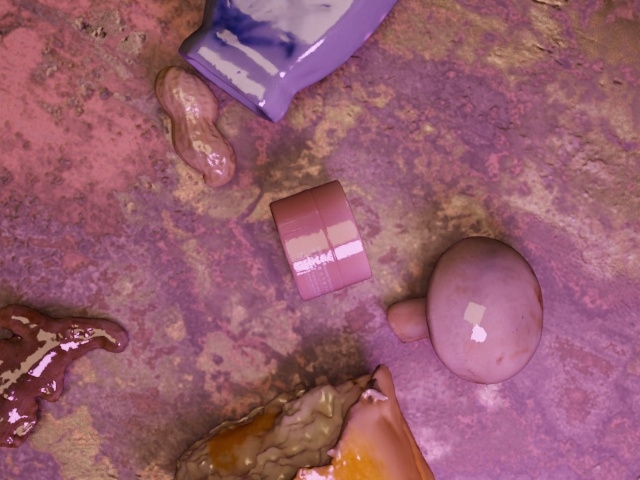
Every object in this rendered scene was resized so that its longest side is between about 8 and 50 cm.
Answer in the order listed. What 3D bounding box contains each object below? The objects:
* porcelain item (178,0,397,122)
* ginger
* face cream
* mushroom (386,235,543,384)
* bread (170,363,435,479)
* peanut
[{"bbox_3d":[-0.013,-0.374,1.379,0.242,0.178,0.405,36,90,-1],"label":"porcelain item"},{"bbox_3d":[-0.445,0.198,1.400,0.333,0.080,0.166,-41,102,1],"label":"ginger"},{"bbox_3d":[0.000,0.000,1.382,0.104,0.149,0.149,-19,89,-1],"label":"face cream"},{"bbox_3d":[0.199,0.101,1.386,0.215,0.207,0.207,-12,89,33],"label":"mushroom"},{"bbox_3d":[0.009,0.406,1.322,0.361,0.250,0.394,-26,90,-1],"label":"bread"},{"bbox_3d":[-0.179,-0.165,1.420,0.082,0.082,0.187,-20,90,-2],"label":"peanut"}]
